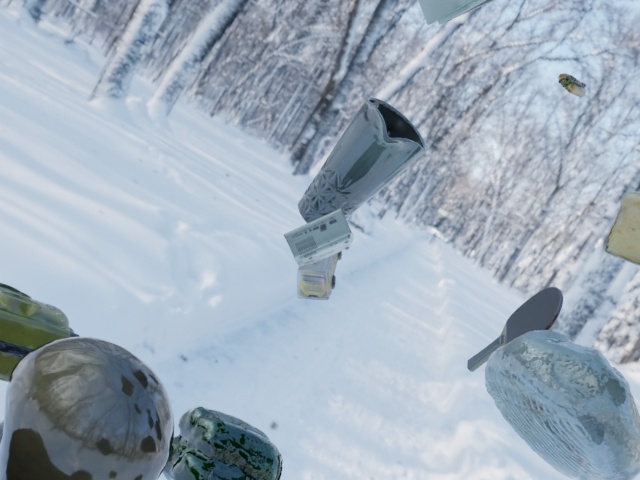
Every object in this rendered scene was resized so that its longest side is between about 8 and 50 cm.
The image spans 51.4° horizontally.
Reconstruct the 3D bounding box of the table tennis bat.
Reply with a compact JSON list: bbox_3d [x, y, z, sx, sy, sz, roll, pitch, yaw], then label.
[{"bbox_3d":[0.454,0.219,1.565,0.022,0.301,0.173,37,32,-7],"label":"table tennis bat"}]

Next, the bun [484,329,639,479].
[{"bbox_3d":[0.491,0.315,1.306,0.354,0.194,0.354,44,-17,17],"label":"bun"}]

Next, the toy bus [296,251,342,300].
[{"bbox_3d":[0.000,0.040,1.631,0.092,0.106,0.268,4,33,8],"label":"toy bus"}]

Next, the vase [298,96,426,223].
[{"bbox_3d":[0.080,-0.151,1.386,0.156,0.301,0.251,41,31,-3],"label":"vase"}]

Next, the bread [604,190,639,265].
[{"bbox_3d":[0.556,-0.019,1.127,0.082,0.125,0.106,10,11,-32],"label":"bread"}]

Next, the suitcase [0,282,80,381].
[{"bbox_3d":[-0.570,0.173,1.241,0.235,0.143,0.194,29,-8,-38],"label":"suitcase"}]

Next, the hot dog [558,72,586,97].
[{"bbox_3d":[0.396,-0.245,1.041,0.083,0.021,0.037,-7,65,-53],"label":"hot dog"}]

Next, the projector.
[{"bbox_3d":[0.000,0.000,1.200,0.147,0.115,0.061,68,-1,-83],"label":"projector"}]

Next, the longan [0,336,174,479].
[{"bbox_3d":[-0.358,0.291,1.000,0.300,0.300,0.243,33,6,19],"label":"longan"}]

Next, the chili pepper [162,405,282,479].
[{"bbox_3d":[-0.239,0.527,1.584,0.256,0.233,0.248,43,-28,-25],"label":"chili pepper"}]

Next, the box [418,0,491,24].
[{"bbox_3d":[0.277,-0.425,0.959,0.117,0.225,0.225,66,-13,-10],"label":"box"}]
